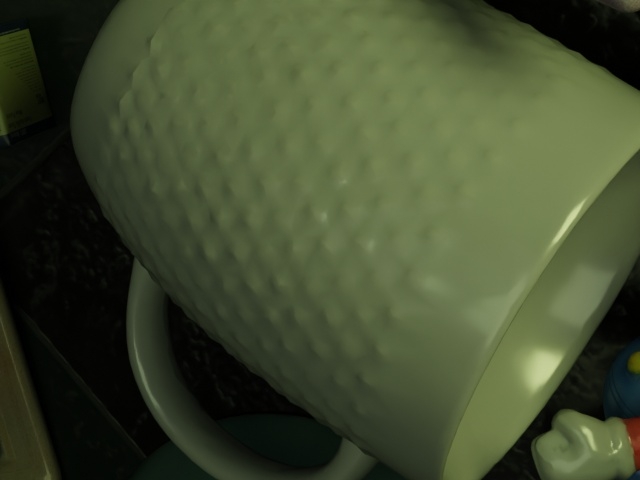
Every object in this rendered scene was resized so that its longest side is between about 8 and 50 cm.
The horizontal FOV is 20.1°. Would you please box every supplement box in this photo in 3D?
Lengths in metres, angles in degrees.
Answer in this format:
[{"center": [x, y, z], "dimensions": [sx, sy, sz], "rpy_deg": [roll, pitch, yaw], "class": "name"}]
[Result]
[{"center": [-0.240, -0.108, 1.288], "dimensions": [0.056, 0.083, 0.083], "rpy_deg": [-11, 100, 17], "class": "supplement box"}]

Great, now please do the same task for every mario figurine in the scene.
[{"center": [0.217, 0.065, 1.151], "dimensions": [0.170, 0.198, 0.320], "rpy_deg": [18, 124, -22], "class": "mario figurine"}]

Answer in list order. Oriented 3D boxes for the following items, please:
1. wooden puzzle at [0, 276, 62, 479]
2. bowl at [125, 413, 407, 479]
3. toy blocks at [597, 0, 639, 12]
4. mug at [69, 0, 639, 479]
[{"center": [-0.390, 0.081, 1.370], "dimensions": [0.322, 0.080, 0.348], "rpy_deg": [-11, 99, 17], "class": "wooden puzzle"}, {"center": [-0.046, 0.297, 1.287], "dimensions": [0.311, 0.163, 0.311], "rpy_deg": [3, 103, 13], "class": "bowl"}, {"center": [0.293, -0.191, 0.988], "dimensions": [0.309, 0.288, 0.260], "rpy_deg": [-39, 46, 17], "class": "toy blocks"}, {"center": [0.000, 0.000, 1.157], "dimensions": [0.328, 0.276, 0.374], "rpy_deg": [33, 116, 18], "class": "mug"}]
